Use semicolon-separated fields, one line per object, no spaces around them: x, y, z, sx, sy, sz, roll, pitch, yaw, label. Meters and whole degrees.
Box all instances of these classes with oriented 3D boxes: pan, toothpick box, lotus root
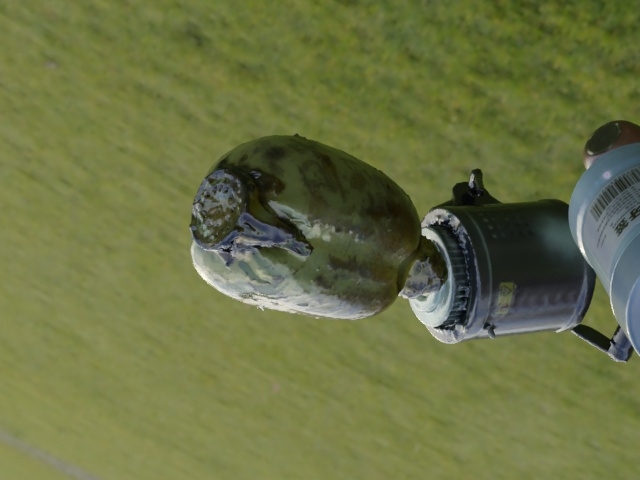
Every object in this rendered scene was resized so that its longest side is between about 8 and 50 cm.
0.291;-0.082;1.368;0.023;0.068;0.115;42;-163;-30;pan
0.224;0.009;0.894;0.101;0.101;0.153;34;-162;-19;toothpick box
0.000;0.000;1.369;0.173;0.173;0.309;10;173;45;lotus root

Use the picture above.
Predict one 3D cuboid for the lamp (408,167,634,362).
0.267;0.052;2.077;0.374;0.272;0.205;39;132;33;lamp
